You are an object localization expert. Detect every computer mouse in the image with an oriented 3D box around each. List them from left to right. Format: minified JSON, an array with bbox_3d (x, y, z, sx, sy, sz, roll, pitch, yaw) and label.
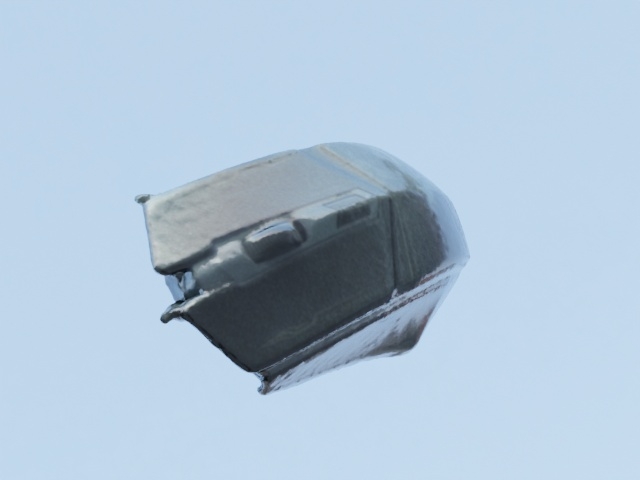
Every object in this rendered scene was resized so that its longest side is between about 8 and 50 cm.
[{"bbox_3d":[0.003,0.000,0.822,0.231,0.126,0.071,-13,-26,-47],"label":"computer mouse"}]
